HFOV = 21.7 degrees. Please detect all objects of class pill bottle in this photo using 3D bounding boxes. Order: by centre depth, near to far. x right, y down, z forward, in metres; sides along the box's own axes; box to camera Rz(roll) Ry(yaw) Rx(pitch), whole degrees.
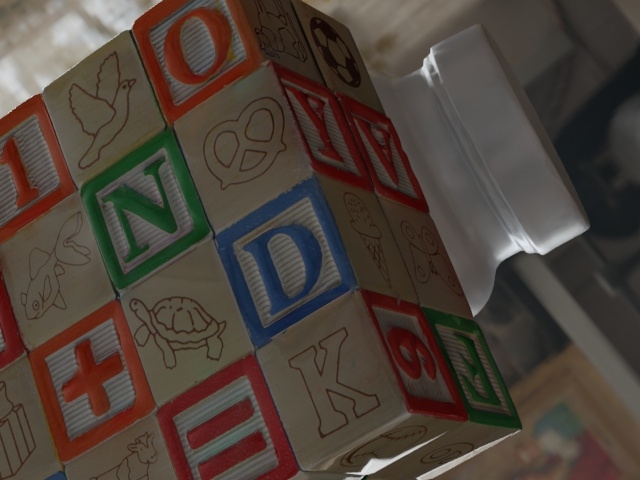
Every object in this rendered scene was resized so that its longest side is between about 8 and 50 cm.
[{"bbox_3d":[0.000,0.000,1.241,0.210,0.363,0.210,59,-169,-19],"label":"pill bottle"}]

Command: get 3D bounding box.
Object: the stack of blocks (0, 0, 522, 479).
[{"bbox_3d":[-0.097,0.056,0.613,0.087,0.297,0.171,17,-135,-58],"label":"stack of blocks"}]
